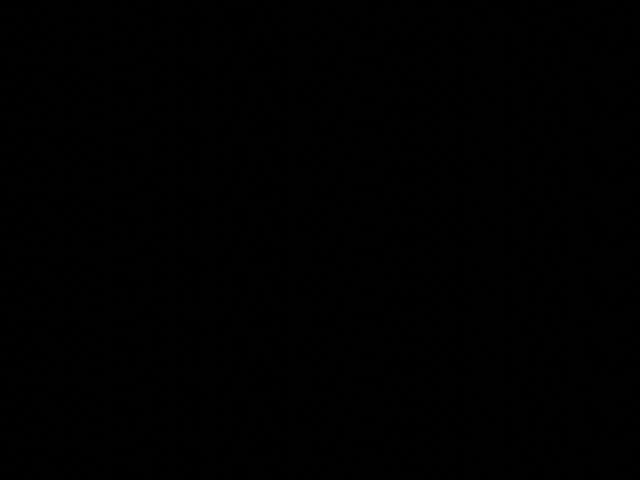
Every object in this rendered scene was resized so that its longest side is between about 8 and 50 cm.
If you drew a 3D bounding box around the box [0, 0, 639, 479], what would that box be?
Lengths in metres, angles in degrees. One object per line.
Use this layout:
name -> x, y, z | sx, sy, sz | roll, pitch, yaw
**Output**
box -> -0.099, -0.115, 0.172 | 0.480, 0.297, 0.472 | 40, -174, -9
